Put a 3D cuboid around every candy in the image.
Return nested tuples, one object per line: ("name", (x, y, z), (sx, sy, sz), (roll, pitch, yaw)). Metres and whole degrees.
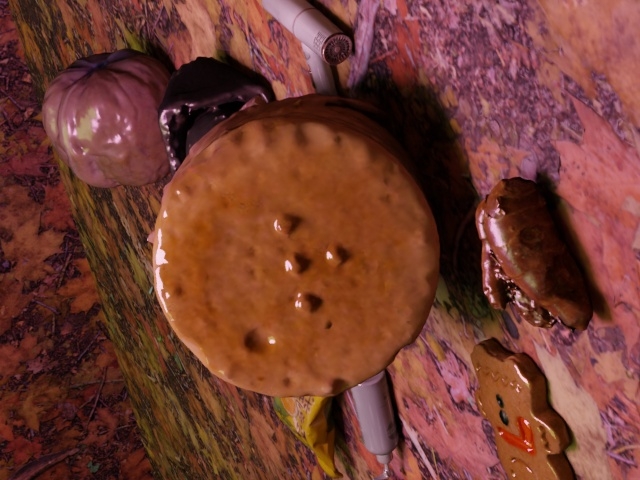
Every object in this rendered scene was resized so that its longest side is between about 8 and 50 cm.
("candy", (-0.028, 0.257, 2.059), (0.187, 0.081, 0.297), (45, 152, 42))

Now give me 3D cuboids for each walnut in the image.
("walnut", (-0.346, -0.201, 2.125), (0.248, 0.248, 0.248), (52, 157, 34))

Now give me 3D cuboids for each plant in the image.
("plant", (-0.146, -0.161, 1.767), (0.256, 0.164, 0.141), (-118, 16, -46))

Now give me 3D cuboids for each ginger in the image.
("ginger", (0.194, 0.022, 1.207), (0.162, 0.073, 0.103), (64, 162, 2))

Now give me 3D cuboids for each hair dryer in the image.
("hair dryer", (-0.008, -0.206, 1.525), (0.155, 0.044, 0.183), (50, 158, 43))

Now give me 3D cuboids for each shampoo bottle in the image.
("shampoo bottle", (0.084, 0.269, 1.823), (0.056, 0.056, 0.195), (39, 148, 53))

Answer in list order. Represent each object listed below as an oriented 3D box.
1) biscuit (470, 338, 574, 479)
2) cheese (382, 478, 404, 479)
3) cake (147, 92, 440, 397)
("biscuit", (0.229, 0.223, 1.416), (0.166, 0.036, 0.225), (23, 134, 61))
("cheese", (0.079, 0.418, 1.884), (0.082, 0.163, 0.286), (47, 149, 11))
("cake", (-0.024, -0.013, 1.451), (0.321, 0.332, 0.332), (-84, -25, -74))
